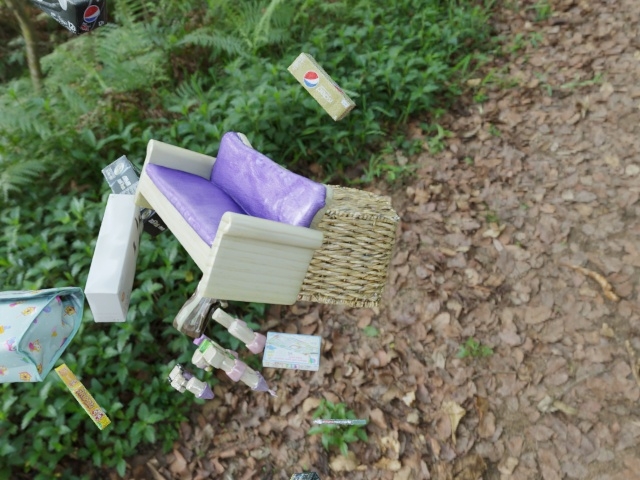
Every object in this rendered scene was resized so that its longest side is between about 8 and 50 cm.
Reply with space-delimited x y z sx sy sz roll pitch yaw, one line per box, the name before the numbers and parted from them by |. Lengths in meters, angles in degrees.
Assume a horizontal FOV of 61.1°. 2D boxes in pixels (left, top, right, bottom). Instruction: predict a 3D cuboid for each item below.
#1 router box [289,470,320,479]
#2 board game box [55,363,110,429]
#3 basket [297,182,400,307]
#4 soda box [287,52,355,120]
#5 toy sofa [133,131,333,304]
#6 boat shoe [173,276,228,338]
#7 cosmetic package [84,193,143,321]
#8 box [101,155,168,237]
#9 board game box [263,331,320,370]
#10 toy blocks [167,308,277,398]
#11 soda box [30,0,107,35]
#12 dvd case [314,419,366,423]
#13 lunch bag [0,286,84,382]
router box | -0.065 0.745 1.604 0.092 0.038 0.122 -21 16 35
board game box | -0.615 0.393 1.390 0.039 0.124 0.259 -39 22 -30
basket | 0.000 0.000 1.225 0.299 0.223 0.213 6 22 -10
soda box | 0.004 -0.390 1.378 0.058 0.181 0.061 -42 0 22
toy sofa | -0.150 -0.063 0.824 0.150 0.177 0.362 11 18 -37
boat shoe | -0.288 0.150 1.476 0.095 0.095 0.257 32 85 8
cosmetic package | -0.388 0.029 1.040 0.061 0.099 0.239 1 51 -6
box | -0.494 -0.118 1.483 0.078 0.147 0.180 -35 67 -2
board game box | -0.079 0.312 1.531 0.154 0.026 0.103 5 40 1
toy blocks | -0.302 0.436 1.841 0.309 0.260 0.289 -55 23 -11
soda box | -0.394 -0.373 0.792 0.169 0.053 0.060 37 50 8
dvd case | 0.054 0.500 1.495 0.120 0.087 0.013 -10 69 27
lunch bag | -0.728 0.206 1.315 0.224 0.160 0.262 -6 37 12
